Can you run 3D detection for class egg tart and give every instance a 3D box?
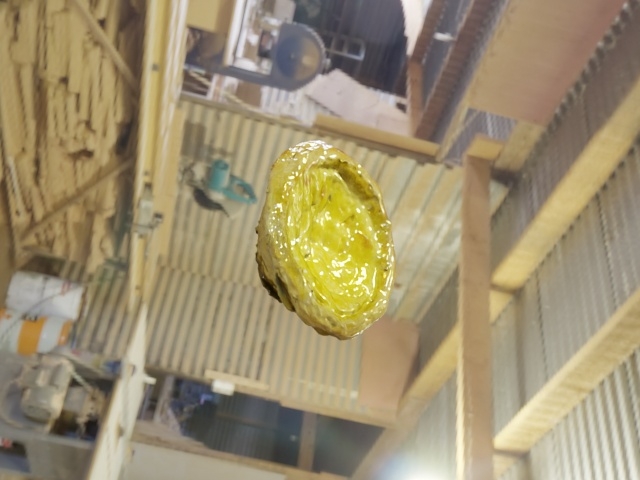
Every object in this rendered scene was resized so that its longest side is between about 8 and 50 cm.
[{"bbox_3d":[0.000,0.000,0.732,0.074,0.191,0.191,-11,-121,42],"label":"egg tart"}]
